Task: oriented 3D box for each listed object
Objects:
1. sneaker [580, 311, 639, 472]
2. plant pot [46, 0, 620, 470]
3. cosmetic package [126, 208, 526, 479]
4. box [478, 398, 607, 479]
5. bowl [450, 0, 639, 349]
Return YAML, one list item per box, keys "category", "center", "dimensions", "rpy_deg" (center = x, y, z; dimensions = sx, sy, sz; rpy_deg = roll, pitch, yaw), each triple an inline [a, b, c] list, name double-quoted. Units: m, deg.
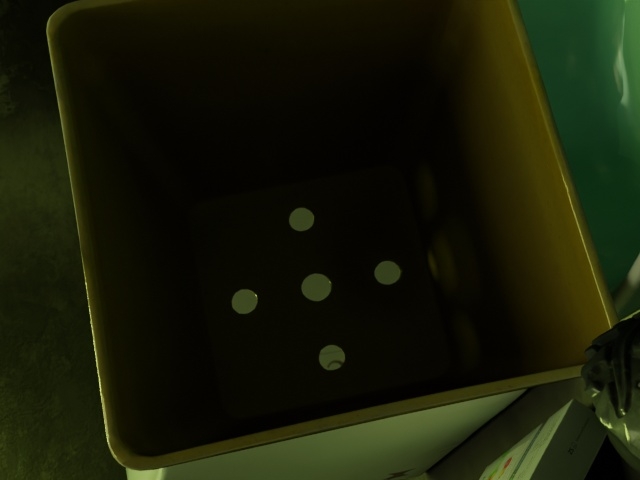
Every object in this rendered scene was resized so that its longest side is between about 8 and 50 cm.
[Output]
- category: "sneaker"
  center: [0.194, 0.059, 0.384]
  dimensions: [0.100, 0.271, 0.108]
  rpy_deg: [-25, 76, 36]
- category: "plant pot"
  center: [0.000, 0.000, 0.503]
  dimensions: [0.187, 0.212, 0.212]
  rpy_deg: [91, 166, -72]
- category: "cosmetic package"
  center: [-0.049, 0.043, 0.985]
  dimensions: [0.327, 0.329, 0.393]
  rpy_deg: [116, 143, -60]
- category: "box"
  center: [0.145, 0.218, 0.765]
  dimensions: [0.038, 0.145, 0.186]
  rpy_deg: [34, 150, 8]
- category: "bowl"
  center: [0.162, -0.106, 0.520]
  dimensions: [0.311, 0.163, 0.311]
  rpy_deg: [173, 90, -74]
